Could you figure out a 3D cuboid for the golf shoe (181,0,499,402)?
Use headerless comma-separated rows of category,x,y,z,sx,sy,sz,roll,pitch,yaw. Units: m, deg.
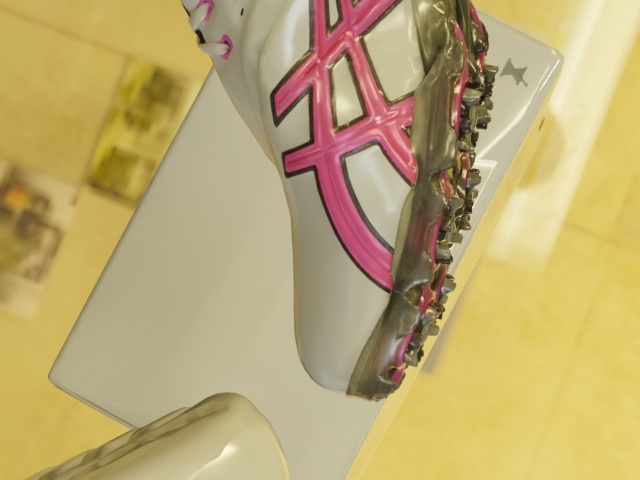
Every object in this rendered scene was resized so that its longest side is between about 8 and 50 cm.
golf shoe,0.003,-0.051,0.502,0.067,0.086,0.186,-49,144,-74

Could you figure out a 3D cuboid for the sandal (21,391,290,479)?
sandal,-0.156,0.172,0.765,0.169,0.102,0.416,-27,178,-42

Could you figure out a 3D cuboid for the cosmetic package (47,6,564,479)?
cosmetic package,0.000,0.000,0.917,0.224,0.138,0.224,-62,176,-3
